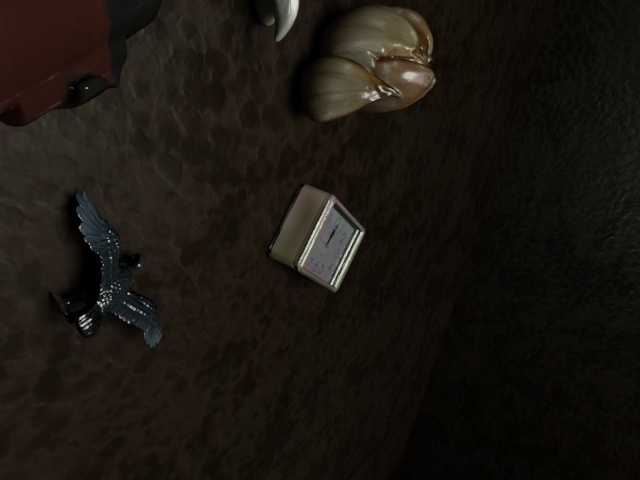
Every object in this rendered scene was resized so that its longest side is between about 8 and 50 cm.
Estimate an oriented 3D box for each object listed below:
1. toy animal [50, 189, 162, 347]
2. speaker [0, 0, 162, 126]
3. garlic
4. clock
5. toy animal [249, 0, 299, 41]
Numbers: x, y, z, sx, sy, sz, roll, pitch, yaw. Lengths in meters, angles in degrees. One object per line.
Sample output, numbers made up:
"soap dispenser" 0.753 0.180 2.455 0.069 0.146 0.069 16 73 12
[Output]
"toy animal" -0.229 0.052 0.514 0.108 0.062 0.220 -42 137 -38
"speaker" -0.270 -0.146 0.268 0.259 0.198 0.330 41 50 -21
"garlic" 0.068 -0.269 0.713 0.213 0.191 0.160 -18 101 -41
"clock" 0.000 0.000 0.870 0.147 0.071 0.192 -63 152 -8
"toy animal" -0.067 -0.331 0.516 0.127 0.131 0.181 -39 148 15
